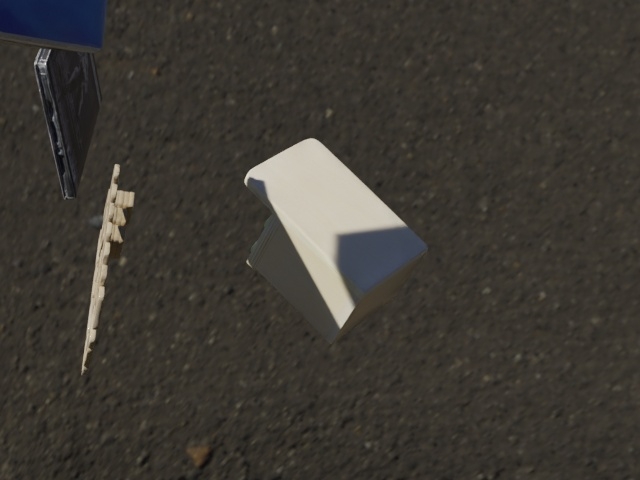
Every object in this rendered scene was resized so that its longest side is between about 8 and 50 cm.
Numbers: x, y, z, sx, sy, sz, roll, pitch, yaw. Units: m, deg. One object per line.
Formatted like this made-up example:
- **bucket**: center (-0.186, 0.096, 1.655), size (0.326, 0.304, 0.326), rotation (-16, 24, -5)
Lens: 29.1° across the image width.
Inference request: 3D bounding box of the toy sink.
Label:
- **toy sink**: center (0.000, 0.000, 1.705), size (0.234, 0.131, 0.153), rotation (44, 46, 13)

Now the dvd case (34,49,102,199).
- **dvd case**: center (-0.276, -0.174, 1.365), size (0.018, 0.164, 0.221), rotation (-3, 36, 2)

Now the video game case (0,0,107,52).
- **video game case**: center (-0.272, -0.136, 0.557), size (0.269, 0.244, 0.061), rotation (-5, 103, -65)

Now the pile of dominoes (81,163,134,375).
- **pile of dominoes**: center (-0.294, 0.042, 1.740), size (0.040, 0.196, 0.251), rotation (9, 59, -13)
